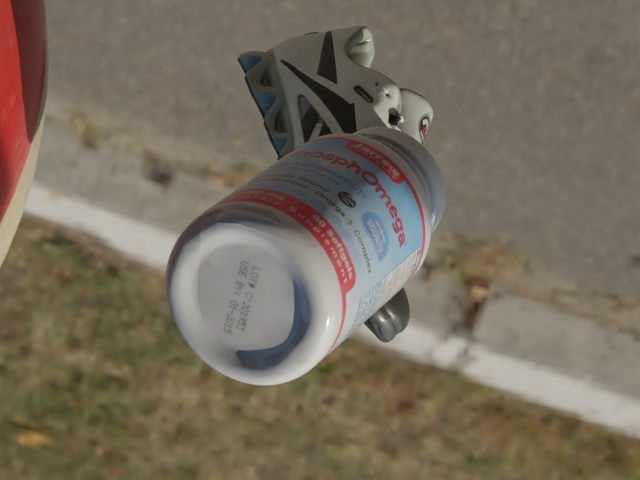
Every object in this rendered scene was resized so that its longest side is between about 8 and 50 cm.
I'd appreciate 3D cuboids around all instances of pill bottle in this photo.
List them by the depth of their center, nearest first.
[{"bbox_3d":[0.000,0.000,0.939,0.087,0.160,0.087,10,115,23],"label":"pill bottle"}]

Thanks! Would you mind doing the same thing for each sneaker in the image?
[{"bbox_3d":[0.040,-0.068,1.731,0.146,0.330,0.122,-23,147,3],"label":"sneaker"}]

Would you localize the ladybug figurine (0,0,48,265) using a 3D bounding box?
[{"bbox_3d":[-0.275,-0.075,0.897,0.305,0.449,0.162,18,150,-11],"label":"ladybug figurine"}]
